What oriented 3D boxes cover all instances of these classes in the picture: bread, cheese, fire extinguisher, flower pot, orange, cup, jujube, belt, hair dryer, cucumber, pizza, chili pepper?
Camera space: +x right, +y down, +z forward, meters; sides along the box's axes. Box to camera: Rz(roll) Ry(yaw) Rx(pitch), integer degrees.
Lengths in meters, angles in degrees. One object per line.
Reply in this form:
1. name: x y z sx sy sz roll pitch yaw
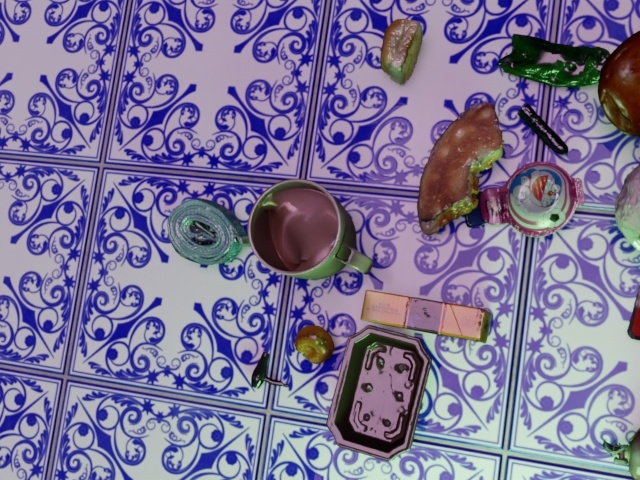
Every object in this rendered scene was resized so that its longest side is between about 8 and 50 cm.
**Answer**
1. bread: 0.167 -0.408 1.827 0.082 0.106 0.125 20 85 16
2. cheese: 0.406 -0.079 1.735 0.244 0.062 0.155 -8 78 26
3. fire extinguisher: 0.653 0.403 1.574 0.268 0.105 0.105 8 84 17
4. flower pot: 0.125 0.307 1.745 0.178 0.084 0.251 13 84 17
5. orange: -0.010 0.213 1.805 0.086 0.062 0.086 12 126 16
6. cup: 0.000 0.000 1.762 0.252 0.200 0.192 27 89 18
7. jujube: 0.679 -0.327 1.614 0.318 0.223 0.223 -33 75 0
8. belt: -0.251 -0.017 1.895 0.147 0.082 0.163 -38 81 18
9. hair dryer: -0.103 0.287 1.845 0.083 0.031 0.079 19 78 3
10. cucumber: 0.458 -0.222 1.758 0.032 0.032 0.133 -42 75 6
11. pizza: 0.290 -0.145 1.763 0.161 0.085 0.306 26 85 41
12. chili pepper: 0.475 -0.366 1.760 0.224 0.061 0.098 11 92 15

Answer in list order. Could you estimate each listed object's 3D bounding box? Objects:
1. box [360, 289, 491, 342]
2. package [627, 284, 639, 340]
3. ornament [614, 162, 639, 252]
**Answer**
1. box: 0.212 0.152 1.708 0.237 0.152 0.070 7 84 17
2. package: 0.734 0.125 1.614 0.269 0.071 0.194 17 72 21
3. ornament: 0.676 -0.054 1.556 0.225 0.259 0.259 -45 73 3
